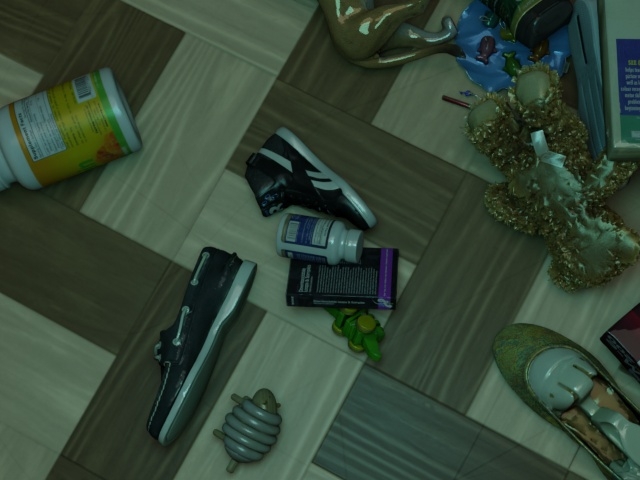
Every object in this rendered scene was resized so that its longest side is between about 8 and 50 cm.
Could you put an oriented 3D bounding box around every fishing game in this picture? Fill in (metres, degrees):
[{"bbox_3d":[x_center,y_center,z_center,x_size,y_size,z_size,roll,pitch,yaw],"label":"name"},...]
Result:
[{"bbox_3d":[0.301,-0.312,1.984,0.189,0.041,0.264,21,79,11],"label":"fishing game"}]

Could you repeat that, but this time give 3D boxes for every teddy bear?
[{"bbox_3d":[0.346,-0.094,1.864,0.338,0.113,0.245,44,110,12],"label":"teddy bear"}]

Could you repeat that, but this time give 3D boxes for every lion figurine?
[{"bbox_3d":[0.037,-0.396,1.970,0.240,0.142,0.392,-30,82,7],"label":"lion figurine"}]

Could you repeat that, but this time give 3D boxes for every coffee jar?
[{"bbox_3d":[0.295,-0.380,1.949,0.096,0.079,0.184,-35,68,-14],"label":"coffee jar"}]

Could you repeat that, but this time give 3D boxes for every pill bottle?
[{"bbox_3d":[0.000,0.000,1.876,0.120,0.067,0.067,9,77,14],"label":"pill bottle"},{"bbox_3d":[-0.407,-0.158,1.936,0.246,0.136,0.136,-21,76,-2],"label":"pill bottle"}]

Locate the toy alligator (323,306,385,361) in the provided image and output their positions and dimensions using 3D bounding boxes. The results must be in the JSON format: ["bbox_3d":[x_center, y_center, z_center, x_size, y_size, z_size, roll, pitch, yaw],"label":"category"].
[{"bbox_3d":[0.040,0.105,1.895,0.051,0.056,0.189,-21,54,-37],"label":"toy alligator"}]

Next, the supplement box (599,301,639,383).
[{"bbox_3d":[0.529,0.106,1.801,0.239,0.073,0.130,-39,76,-6],"label":"supplement box"}]

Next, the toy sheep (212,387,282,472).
[{"bbox_3d":[-0.103,0.274,1.845,0.091,0.091,0.132,25,93,9],"label":"toy sheep"}]

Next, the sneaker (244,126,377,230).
[{"bbox_3d":[-0.025,-0.061,1.928,0.121,0.079,0.217,-45,70,-4],"label":"sneaker"}]

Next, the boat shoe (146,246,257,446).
[{"bbox_3d":[-0.192,0.151,1.869,0.091,0.114,0.302,22,67,7],"label":"boat shoe"}]

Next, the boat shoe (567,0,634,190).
[{"bbox_3d":[0.444,-0.224,1.919,0.094,0.109,0.302,-3,83,-17],"label":"boat shoe"}]

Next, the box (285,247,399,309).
[{"bbox_3d":[0.033,0.054,1.885,0.162,0.029,0.116,3,39,4],"label":"box"}]

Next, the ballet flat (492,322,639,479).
[{"bbox_3d":[0.388,0.240,1.808,0.123,0.123,0.348,-42,78,-7],"label":"ballet flat"}]

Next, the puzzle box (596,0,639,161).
[{"bbox_3d":[0.597,-0.240,1.786,0.409,0.052,0.272,1,71,1],"label":"puzzle box"}]
